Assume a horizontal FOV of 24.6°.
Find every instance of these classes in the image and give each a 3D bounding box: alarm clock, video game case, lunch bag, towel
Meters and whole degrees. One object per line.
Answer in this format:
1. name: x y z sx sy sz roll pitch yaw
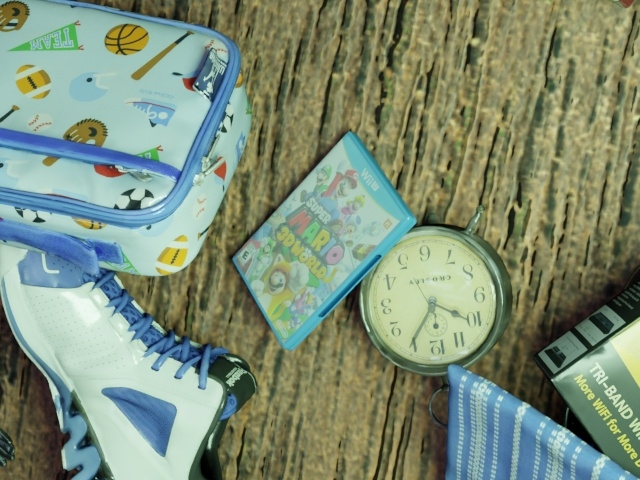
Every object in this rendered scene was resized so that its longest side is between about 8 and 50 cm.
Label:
1. alarm clock: 0.104 0.070 1.286 0.129 0.064 0.192 -6 89 17
2. video game case: 0.000 0.000 1.303 0.166 0.015 0.119 -47 50 18
3. lunch bag: -0.214 -0.092 1.280 0.303 0.115 0.243 11 54 15
4. towel: 0.227 0.258 1.159 0.336 0.040 0.243 33 148 27

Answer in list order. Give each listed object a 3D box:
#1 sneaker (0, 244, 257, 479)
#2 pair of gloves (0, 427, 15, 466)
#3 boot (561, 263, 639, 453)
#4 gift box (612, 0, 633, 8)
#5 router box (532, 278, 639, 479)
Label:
1. sneaker: -0.160 0.110 1.347 0.182 0.127 0.316 -17 96 13
2. pair of gloves: -0.343 0.216 1.459 0.074 0.010 0.083 33 100 13
3. boot: 0.265 0.095 1.217 0.082 0.106 0.219 27 102 13
4. gift box: 0.180 -0.352 1.128 0.258 0.276 0.255 33 97 13
5. router box: 0.354 0.147 1.144 0.243 0.081 0.309 -37 100 3
